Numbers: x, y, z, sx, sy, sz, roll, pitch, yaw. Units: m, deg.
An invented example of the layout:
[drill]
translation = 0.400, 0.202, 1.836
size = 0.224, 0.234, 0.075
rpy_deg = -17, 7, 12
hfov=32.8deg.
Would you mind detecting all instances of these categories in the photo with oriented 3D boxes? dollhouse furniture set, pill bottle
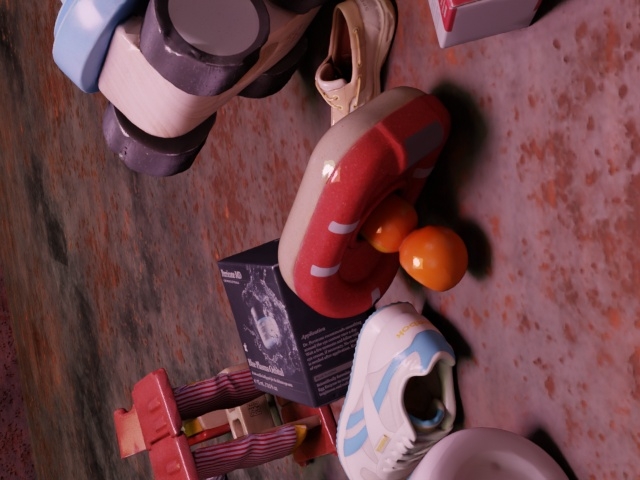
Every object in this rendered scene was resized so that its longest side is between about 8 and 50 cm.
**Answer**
[dollhouse furniture set]
translation = -0.147, 0.249, 1.383
size = 0.374, 0.201, 0.152
rpy_deg = -38, 67, 60
[pill bottle]
translation = 0.112, 0.284, 0.956
size = 0.146, 0.146, 0.264
rpy_deg = 62, 149, 28

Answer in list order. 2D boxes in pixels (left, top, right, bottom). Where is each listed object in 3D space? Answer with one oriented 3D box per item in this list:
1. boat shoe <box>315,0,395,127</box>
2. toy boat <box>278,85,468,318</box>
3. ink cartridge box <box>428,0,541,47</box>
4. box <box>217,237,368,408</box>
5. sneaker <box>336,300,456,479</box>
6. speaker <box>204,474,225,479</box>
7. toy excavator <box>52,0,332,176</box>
[boat shoe]
translation = 0.024, -0.157, 1.036
size = 0.063, 0.059, 0.170
rpy_deg = 50, 142, 42
[toy boat]
translation = 0.064, -0.011, 0.955
size = 0.151, 0.151, 0.231
rpy_deg = 41, 141, 17
[ink cartridge box]
translation = 0.102, -0.242, 0.780
size = 0.127, 0.072, 0.175
rpy_deg = 26, -130, -85
[box]
translation = -0.024, 0.084, 1.175
size = 0.156, 0.093, 0.158
rpy_deg = 1, 109, 63
[sneaker]
translation = 0.076, 0.177, 1.049
size = 0.092, 0.087, 0.229
rpy_deg = 43, 139, 47
[speaker]
translation = -0.193, 0.370, 1.685
size = 0.136, 0.055, 0.055
rpy_deg = -43, 63, 59
[toy excavator]
translation = -0.156, -0.360, 1.079
size = 0.445, 0.433, 0.222
rpy_deg = 46, 149, 0
